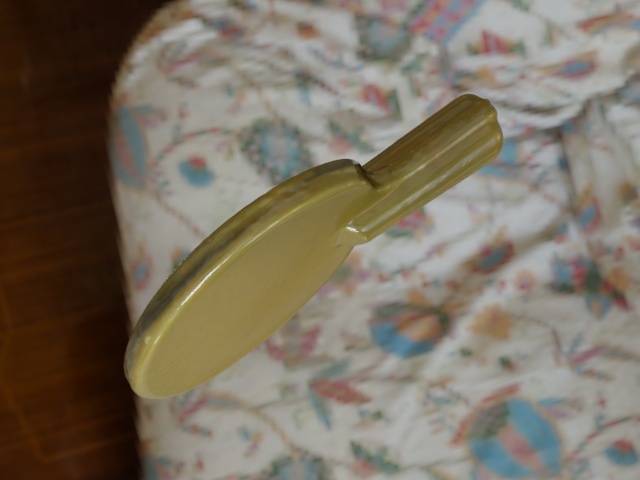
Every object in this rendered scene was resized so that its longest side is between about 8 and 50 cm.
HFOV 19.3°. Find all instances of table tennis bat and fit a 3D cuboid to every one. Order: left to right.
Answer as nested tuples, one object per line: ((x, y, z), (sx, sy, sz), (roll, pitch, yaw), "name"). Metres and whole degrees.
((0.000, 0.000, 1.241), (0.050, 0.321, 0.198), (46, 155, 18), "table tennis bat")
